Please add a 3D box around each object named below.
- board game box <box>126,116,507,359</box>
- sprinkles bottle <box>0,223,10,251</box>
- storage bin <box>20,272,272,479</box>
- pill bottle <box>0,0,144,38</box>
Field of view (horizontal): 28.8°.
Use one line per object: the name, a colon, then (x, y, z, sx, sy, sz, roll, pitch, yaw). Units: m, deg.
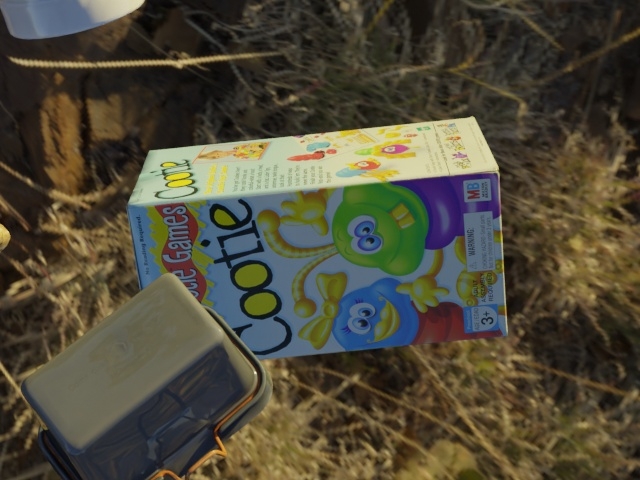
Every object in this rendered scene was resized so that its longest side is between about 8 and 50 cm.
board game box: (0.000, 0.000, 0.999, 0.275, 0.144, 0.142, -5, 111, 2)
sprinkles bottle: (-0.366, 0.139, 1.016, 0.121, 0.121, 0.355, 21, 83, -24)
storage bin: (-0.100, 0.089, 0.709, 0.135, 0.098, 0.091, -38, 155, -12)
pill bottle: (-0.146, -0.200, 0.618, 0.103, 0.103, 0.184, -20, 117, -15)
